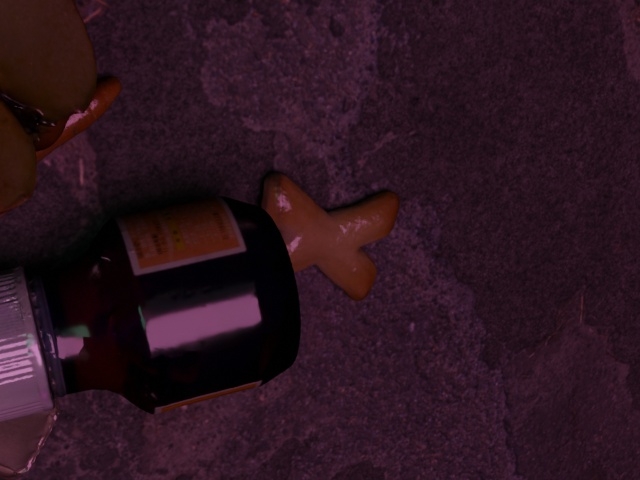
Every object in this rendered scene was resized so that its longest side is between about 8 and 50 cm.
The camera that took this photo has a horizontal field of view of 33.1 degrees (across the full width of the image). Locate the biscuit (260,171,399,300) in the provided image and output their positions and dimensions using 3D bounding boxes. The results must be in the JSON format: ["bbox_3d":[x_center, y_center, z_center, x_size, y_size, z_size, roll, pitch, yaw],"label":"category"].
[{"bbox_3d":[0.001,-0.001,1.445,0.208,0.047,0.164,9,109,-31],"label":"biscuit"}]

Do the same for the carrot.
[{"bbox_3d":[-0.284,-0.141,1.229,0.139,0.048,0.048,-36,124,-10],"label":"carrot"}]

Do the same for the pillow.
[{"bbox_3d":[-0.434,0.211,1.315,0.233,0.038,0.130,30,92,-35],"label":"pillow"}]

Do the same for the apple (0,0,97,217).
[{"bbox_3d":[-0.389,-0.187,1.004,0.329,0.295,0.365,-41,123,3],"label":"apple"}]

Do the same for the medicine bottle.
[{"bbox_3d":[-0.242,0.087,1.243,0.395,0.242,0.242,-9,116,-19],"label":"medicine bottle"}]
